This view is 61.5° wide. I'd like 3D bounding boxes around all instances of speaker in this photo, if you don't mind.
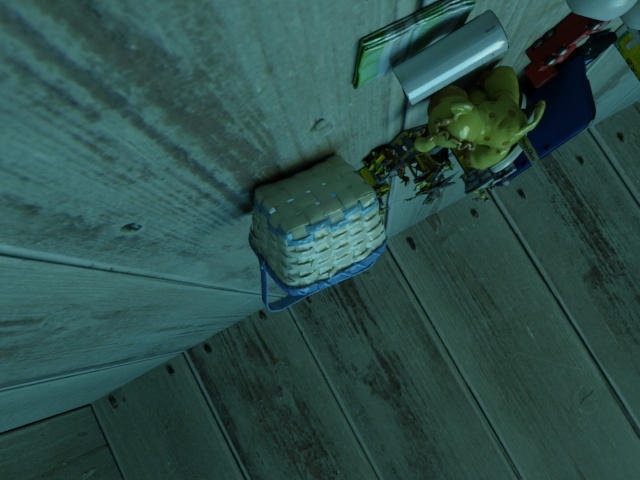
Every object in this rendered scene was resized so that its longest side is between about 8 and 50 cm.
[{"bbox_3d":[0.160,-0.226,0.674,0.136,0.055,0.055,-29,171,16],"label":"speaker"}]

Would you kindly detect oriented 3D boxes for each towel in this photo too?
[{"bbox_3d":[0.114,-0.244,0.674,0.152,0.023,0.113,-28,170,-6],"label":"towel"}]

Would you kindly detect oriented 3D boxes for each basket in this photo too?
[{"bbox_3d":[0.000,0.000,1.003,0.255,0.201,0.289,-25,139,-19],"label":"basket"}]

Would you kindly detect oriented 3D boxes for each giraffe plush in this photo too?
[{"bbox_3d":[0.252,-0.203,0.925,0.171,0.210,0.181,1,127,-21],"label":"giraffe plush"}]

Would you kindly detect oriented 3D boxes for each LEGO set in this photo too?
[{"bbox_3d":[0.254,-0.132,1.166,0.331,0.192,0.255,-20,167,-42],"label":"LEGO set"}]

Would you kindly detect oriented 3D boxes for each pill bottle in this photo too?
[{"bbox_3d":[0.737,-0.389,1.158,0.118,0.208,0.117,-28,171,-5],"label":"pill bottle"}]

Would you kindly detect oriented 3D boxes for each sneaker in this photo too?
[{"bbox_3d":[0.345,-0.233,1.054,0.079,0.121,0.217,-36,-166,52],"label":"sneaker"}]

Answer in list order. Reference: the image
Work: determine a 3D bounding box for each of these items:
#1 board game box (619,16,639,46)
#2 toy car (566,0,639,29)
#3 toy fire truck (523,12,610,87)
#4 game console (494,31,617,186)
[{"bbox_3d":[0.562,-0.361,0.847,0.053,0.193,0.305,-31,171,18],"label":"board game box"},{"bbox_3d":[0.334,-0.322,0.578,0.182,0.136,0.159,1,123,-22],"label":"toy car"},{"bbox_3d":[0.446,-0.356,0.981,0.135,0.047,0.192,-20,167,-44],"label":"toy fire truck"},{"bbox_3d":[0.510,-0.282,1.182,0.250,0.173,0.293,-23,170,-30],"label":"game console"}]
